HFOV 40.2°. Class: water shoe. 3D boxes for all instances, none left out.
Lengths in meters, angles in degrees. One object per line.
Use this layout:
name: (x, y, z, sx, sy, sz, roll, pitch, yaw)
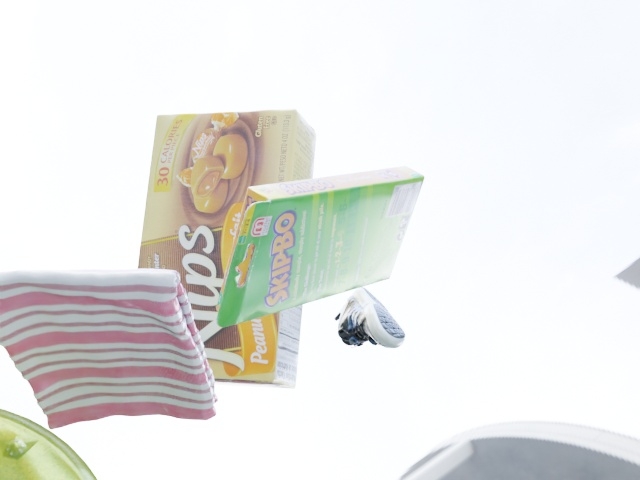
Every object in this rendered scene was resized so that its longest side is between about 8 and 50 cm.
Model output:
water shoe: (0.070, 0.135, 1.312, 0.073, 0.080, 0.203, 41, 5, -11)

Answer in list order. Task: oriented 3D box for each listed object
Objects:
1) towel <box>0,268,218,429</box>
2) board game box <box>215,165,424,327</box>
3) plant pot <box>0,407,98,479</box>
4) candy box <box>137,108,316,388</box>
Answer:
towel: (-0.159, 0.085, 0.648, 0.197, 0.144, 0.029, 85, 3, -52)
board game box: (0.000, 0.000, 0.830, 0.039, 0.259, 0.124, 31, -64, 29)
plant pot: (-0.264, 0.300, 0.614, 0.366, 0.366, 0.353, 47, -34, 24)
candy box: (-0.113, 0.009, 1.027, 0.183, 0.087, 0.316, 0, -103, 18)
